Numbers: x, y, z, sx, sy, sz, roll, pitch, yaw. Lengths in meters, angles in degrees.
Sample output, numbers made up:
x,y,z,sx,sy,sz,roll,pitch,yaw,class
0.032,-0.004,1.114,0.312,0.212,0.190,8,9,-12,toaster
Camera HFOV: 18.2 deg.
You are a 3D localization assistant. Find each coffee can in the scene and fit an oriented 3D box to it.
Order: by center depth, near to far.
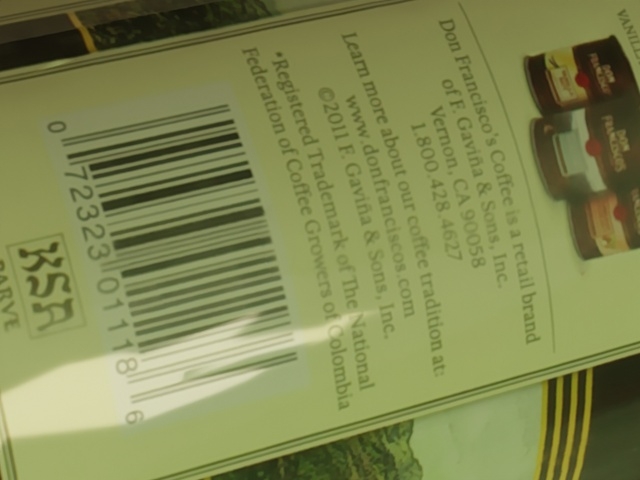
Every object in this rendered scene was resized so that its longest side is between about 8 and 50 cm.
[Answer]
x,y,z,sx,sy,sz,roll,pitch,yaw,class
0.000,0.000,0.540,0.275,0.201,0.201,-14,117,-22,coffee can
